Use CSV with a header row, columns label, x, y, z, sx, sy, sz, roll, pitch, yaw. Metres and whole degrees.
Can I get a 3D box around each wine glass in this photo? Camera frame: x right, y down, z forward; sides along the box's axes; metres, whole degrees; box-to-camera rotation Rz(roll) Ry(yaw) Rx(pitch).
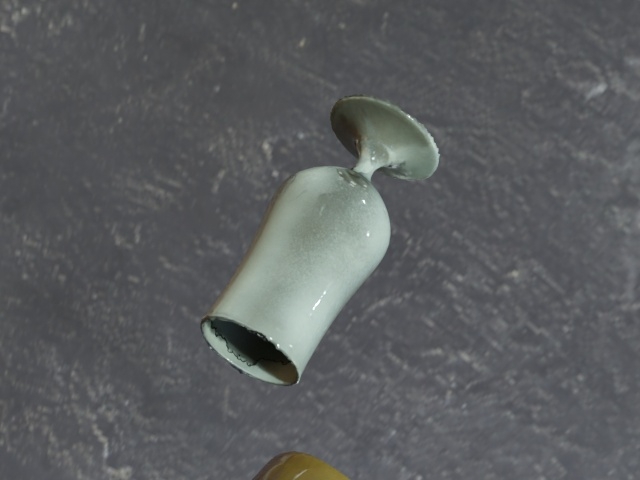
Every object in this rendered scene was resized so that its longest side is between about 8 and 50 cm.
label,x,y,z,sx,sy,sz,roll,pitch,yaw
wine glass,0.000,0.000,1.058,0.103,0.103,0.231,31,62,1

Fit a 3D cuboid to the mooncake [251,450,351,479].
label,x,y,z,sx,sy,sz,roll,pitch,yaw
mooncake,0.005,0.336,1.377,0.235,0.235,0.117,41,57,8
